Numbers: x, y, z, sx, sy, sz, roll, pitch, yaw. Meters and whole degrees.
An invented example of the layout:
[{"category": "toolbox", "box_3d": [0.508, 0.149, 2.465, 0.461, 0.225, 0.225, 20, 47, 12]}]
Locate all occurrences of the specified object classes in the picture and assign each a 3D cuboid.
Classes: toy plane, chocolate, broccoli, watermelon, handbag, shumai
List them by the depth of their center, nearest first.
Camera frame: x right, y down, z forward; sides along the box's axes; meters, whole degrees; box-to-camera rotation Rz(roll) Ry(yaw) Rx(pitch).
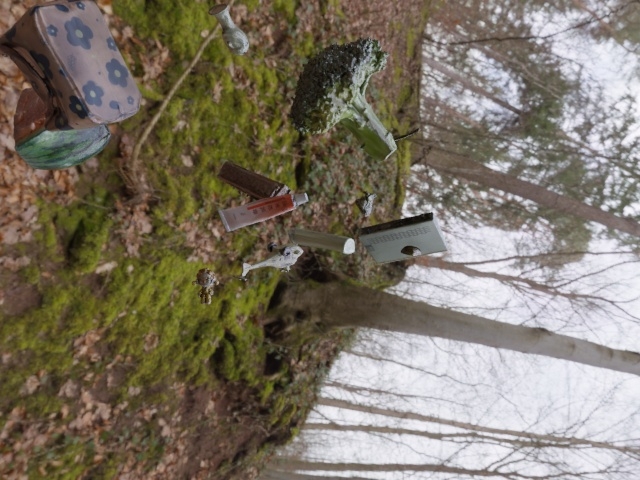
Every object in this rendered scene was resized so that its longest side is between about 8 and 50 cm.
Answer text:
[{"category": "handbag", "box_3d": [-0.550, -0.367, 0.970, 0.193, 0.252, 0.190, -4, -150, 28]}, {"category": "watermelon", "box_3d": [-0.810, -0.301, 1.349, 0.292, 0.319, 0.222, 86, 28, -61]}, {"category": "broccoli", "box_3d": [0.076, -0.408, 1.419, 0.275, 0.352, 0.397, -107, -173, -57]}, {"category": "toy plane", "box_3d": [-0.165, 0.069, 1.504, 0.092, 0.286, 0.108, 16, -70, 39]}, {"category": "chocolate", "box_3d": [-0.244, -0.205, 1.551, 0.329, 0.065, 0.102, 27, -109, 36]}, {"category": "shumai", "box_3d": [0.173, -0.138, 1.625, 0.080, 0.083, 0.082, -33, -110, 7]}]

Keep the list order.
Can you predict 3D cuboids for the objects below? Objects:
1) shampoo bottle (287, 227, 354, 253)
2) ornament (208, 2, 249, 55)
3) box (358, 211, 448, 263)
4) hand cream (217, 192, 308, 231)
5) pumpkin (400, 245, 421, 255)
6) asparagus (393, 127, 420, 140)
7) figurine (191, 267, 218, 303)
[{"category": "shampoo bottle", "box_3d": [0.000, 0.000, 1.288, 0.212, 0.072, 0.049, 11, -79, 39]}, {"category": "ornament", "box_3d": [-0.287, -0.663, 1.411, 0.074, 0.156, 0.081, 2, -124, 26]}, {"category": "box", "box_3d": [0.288, -0.005, 1.548, 0.270, 0.211, 0.045, -14, -132, 26]}, {"category": "hand cream", "box_3d": [-0.135, -0.077, 1.065, 0.038, 0.216, 0.052, -5, 78, -85]}, {"category": "pumpkin", "box_3d": [0.295, 0.031, 1.431, 0.050, 0.083, 0.028, 20, -78, 40]}, {"category": "asparagus", "box_3d": [0.301, -0.371, 1.561, 0.114, 0.015, 0.014, -14, -136, 36]}, {"category": "figurine", "box_3d": [-0.460, 0.183, 1.796, 0.068, 0.101, 0.143, 103, -38, -82]}]
